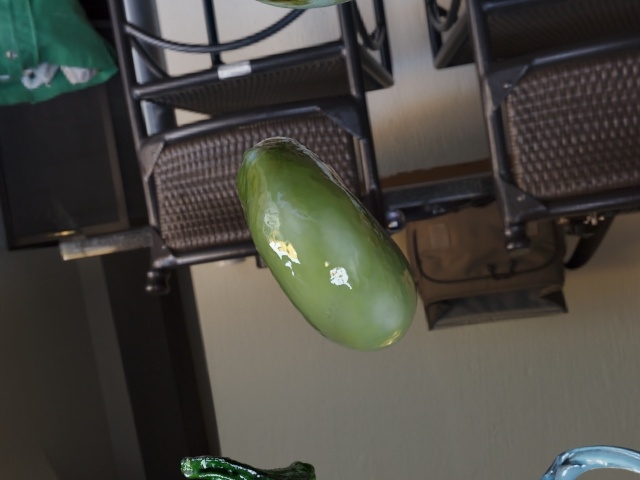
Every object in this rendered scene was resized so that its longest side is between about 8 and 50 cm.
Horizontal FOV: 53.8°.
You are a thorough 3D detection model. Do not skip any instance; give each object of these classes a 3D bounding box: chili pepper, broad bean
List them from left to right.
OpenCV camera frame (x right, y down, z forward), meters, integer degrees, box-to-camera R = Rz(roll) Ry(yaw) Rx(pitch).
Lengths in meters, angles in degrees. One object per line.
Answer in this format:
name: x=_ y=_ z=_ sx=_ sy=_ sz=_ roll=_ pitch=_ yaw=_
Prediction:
chili pepper: x=-0.046 y=0.186 z=0.484 sx=0.118 sy=0.035 sz=0.055 roll=18 pitch=159 yaw=-34
broad bean: x=0.001 y=0.000 z=0.648 sx=0.119 sy=0.238 sz=0.291 roll=-33 pitch=-153 yaw=-2

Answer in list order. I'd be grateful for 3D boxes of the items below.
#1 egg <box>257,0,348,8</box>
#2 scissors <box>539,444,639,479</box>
egg: x=0.007 y=-0.257 z=0.446 sx=0.231 sy=0.169 sz=0.169 roll=-21 pitch=-172 yaw=-19
scissors: x=0.253 y=0.250 z=0.341 sx=0.032 sy=0.180 sz=0.393 roll=29 pitch=174 yaw=-28
